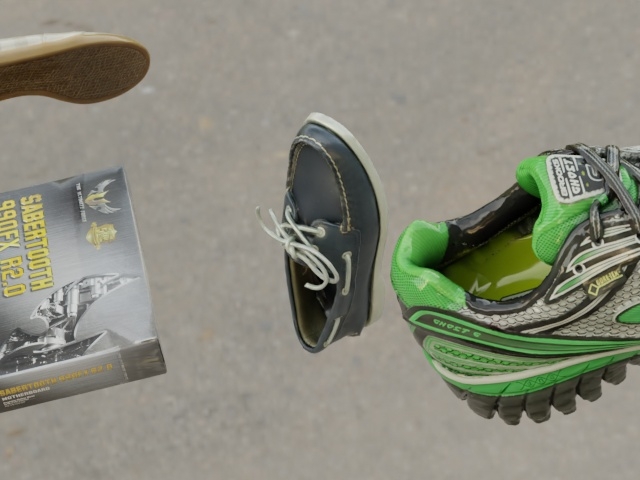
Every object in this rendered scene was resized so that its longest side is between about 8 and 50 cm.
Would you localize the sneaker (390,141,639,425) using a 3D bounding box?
[{"bbox_3d":[0.199,-0.001,0.898,0.343,0.146,0.134,-25,46,20],"label":"sneaker"}]

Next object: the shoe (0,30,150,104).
[{"bbox_3d":[-0.264,-0.170,1.467,0.219,0.076,0.058,-10,45,-34],"label":"shoe"}]

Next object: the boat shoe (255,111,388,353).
[{"bbox_3d":[0.000,0.000,1.342,0.079,0.254,0.095,-37,59,-25],"label":"boat shoe"}]

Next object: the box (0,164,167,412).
[{"bbox_3d":[-0.252,0.044,1.451,0.183,0.056,0.231,-13,48,-3],"label":"box"}]
